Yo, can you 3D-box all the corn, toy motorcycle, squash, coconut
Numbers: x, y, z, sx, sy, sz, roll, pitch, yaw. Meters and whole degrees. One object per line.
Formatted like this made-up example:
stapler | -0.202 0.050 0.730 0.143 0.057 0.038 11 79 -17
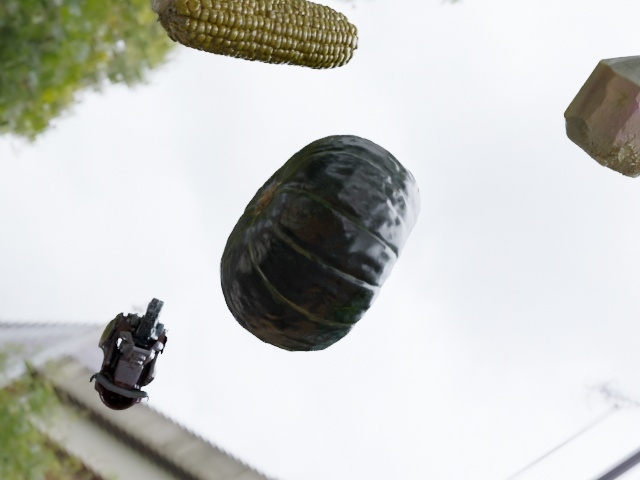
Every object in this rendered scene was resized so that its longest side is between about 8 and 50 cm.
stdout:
corn | -0.066 -0.225 1.552 0.080 0.238 0.080 -24 -118 57
toy motorcycle | -0.248 0.150 1.923 0.213 0.082 0.122 131 -26 -65
squash | 0.000 0.000 1.619 0.165 0.252 0.252 38 -25 -11
coconut | 0.324 -0.137 1.534 0.116 0.116 0.122 43 -67 34
